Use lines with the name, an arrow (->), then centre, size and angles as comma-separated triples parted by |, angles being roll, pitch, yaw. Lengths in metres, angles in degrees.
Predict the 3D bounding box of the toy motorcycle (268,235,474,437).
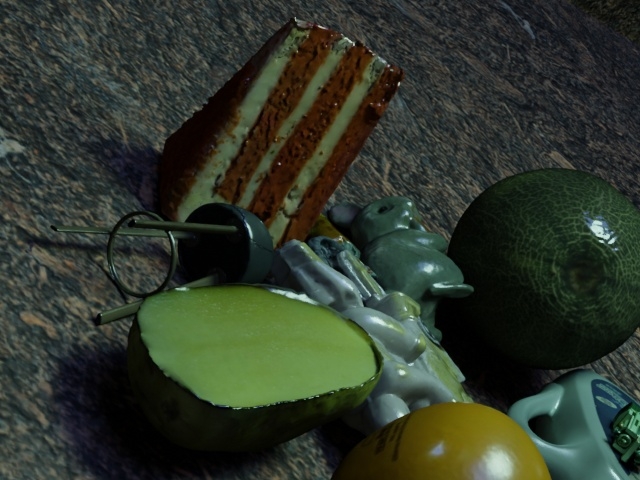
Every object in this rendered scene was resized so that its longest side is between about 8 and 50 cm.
toy motorcycle -> 0.072, 0.138, 1.616 | 0.340, 0.108, 0.223 | 53, 19, 8

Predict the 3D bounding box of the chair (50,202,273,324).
chair -> -0.146, 0.008, 1.533 | 0.095, 0.104, 0.221 | 36, 21, 31

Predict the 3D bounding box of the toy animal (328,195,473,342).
toy animal -> 0.080, 0.007, 1.847 | 0.138, 0.108, 0.236 | 13, 36, -41

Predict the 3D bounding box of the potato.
potato -> -0.069, 0.126, 1.421 | 0.160, 0.111, 0.272 | 39, 28, 29

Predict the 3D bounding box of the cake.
cake -> -0.049, -0.087, 1.662 | 0.158, 0.262, 0.159 | 27, 47, -21

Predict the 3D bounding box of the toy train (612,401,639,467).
toy train -> 0.335, 0.209, 1.728 | 0.053, 0.033, 0.083 | 38, 25, 6

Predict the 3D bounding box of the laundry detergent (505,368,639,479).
laundry detergent -> 0.289, 0.251, 1.758 | 0.215, 0.105, 0.280 | 47, 26, 10

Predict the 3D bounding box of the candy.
candy -> 0.000, 0.000, 1.796 | 0.053, 0.046, 0.182 | 38, 3, -41

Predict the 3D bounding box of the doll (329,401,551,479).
doll -> 0.123, 0.259, 1.395 | 0.236, 0.213, 0.213 | 53, 22, -9

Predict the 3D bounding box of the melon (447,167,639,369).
melon -> 0.267, 0.031, 1.904 | 0.237, 0.237, 0.302 | 39, -3, -7
